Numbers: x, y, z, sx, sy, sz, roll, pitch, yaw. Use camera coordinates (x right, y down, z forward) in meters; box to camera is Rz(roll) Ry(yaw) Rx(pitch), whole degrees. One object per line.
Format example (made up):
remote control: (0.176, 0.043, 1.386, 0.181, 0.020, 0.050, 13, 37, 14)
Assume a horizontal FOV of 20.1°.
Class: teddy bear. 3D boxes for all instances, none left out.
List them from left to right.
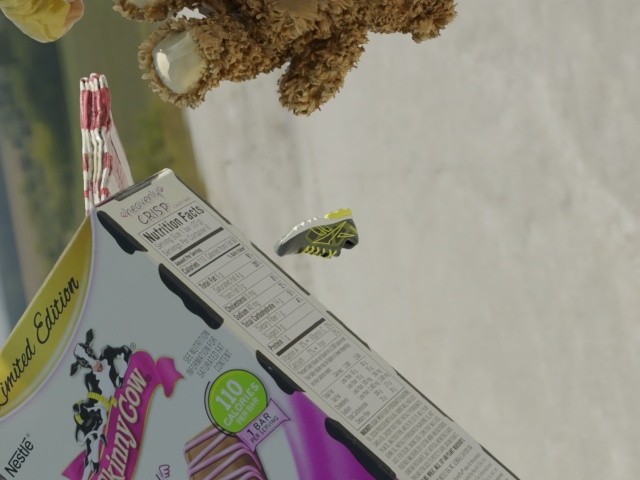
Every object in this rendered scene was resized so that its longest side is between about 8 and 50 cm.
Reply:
teddy bear: (-0.036, -0.237, 1.734, 0.245, 0.338, 0.113, 50, 156, 9)

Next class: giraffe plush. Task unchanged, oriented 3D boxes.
giraffe plush: (-0.254, -0.284, 1.738, 0.171, 0.210, 0.181, -3, 99, 35)

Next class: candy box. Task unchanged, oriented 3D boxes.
candy box: (-0.040, 0.103, 0.834, 0.233, 0.071, 0.159, 41, 120, 10)

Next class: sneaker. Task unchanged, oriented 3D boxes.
sneaker: (0.000, 0.000, 1.463, 0.035, 0.083, 0.031, 62, 145, 7)

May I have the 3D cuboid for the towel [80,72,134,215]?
towel: (-0.211, -0.007, 1.968, 0.329, 0.037, 0.237, -103, -1, -53)
